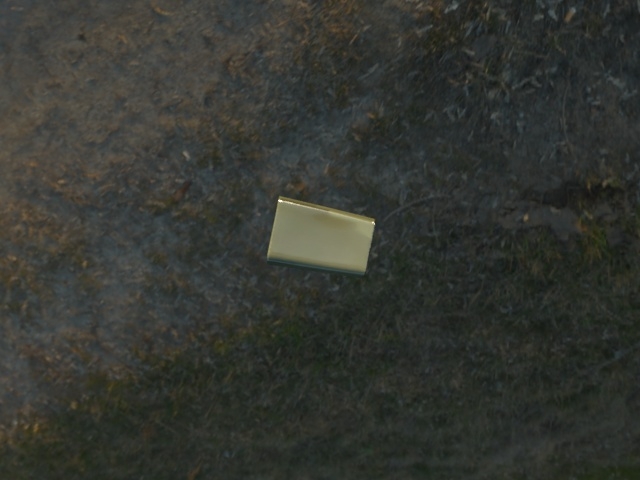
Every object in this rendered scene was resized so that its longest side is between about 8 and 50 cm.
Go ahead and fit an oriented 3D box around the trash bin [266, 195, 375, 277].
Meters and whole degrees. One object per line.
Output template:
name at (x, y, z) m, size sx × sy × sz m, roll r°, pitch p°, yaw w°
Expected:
trash bin at (0.000, 0.000, 0.664) m, size 0.092 × 0.043 × 0.061 m, roll 12°, pitch 81°, yaw -4°
